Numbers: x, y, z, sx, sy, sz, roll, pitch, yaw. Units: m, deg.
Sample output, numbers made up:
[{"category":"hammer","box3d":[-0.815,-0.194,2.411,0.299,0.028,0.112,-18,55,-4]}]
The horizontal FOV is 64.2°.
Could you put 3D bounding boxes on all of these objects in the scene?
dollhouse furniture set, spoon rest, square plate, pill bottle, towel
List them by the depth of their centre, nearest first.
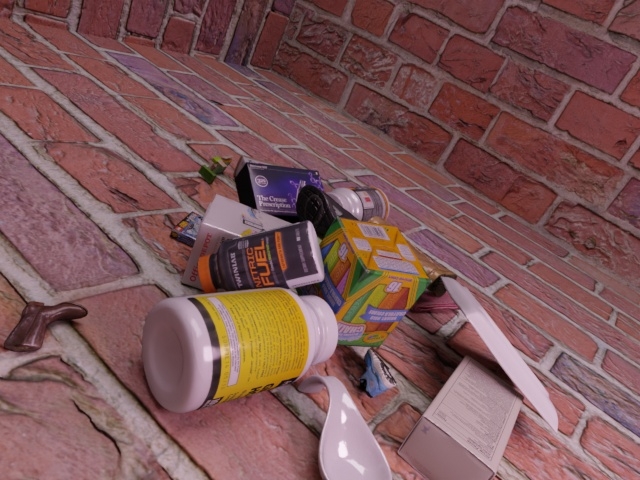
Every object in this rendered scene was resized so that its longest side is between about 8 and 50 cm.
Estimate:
[{"category":"spoon rest","box3d":[0.035,0.340,0.907,0.137,0.084,0.276,11,28,-30]},{"category":"pill bottle","box3d":[-0.131,0.184,0.932,0.334,0.188,0.188,-1,35,-44]},{"category":"pill bottle","box3d":[-0.123,0.048,1.052,0.246,0.130,0.130,-14,27,5]},{"category":"square plate","box3d":[0.436,0.253,1.257,0.347,0.049,0.344,51,9,-5]},{"category":"towel","box3d":[0.287,0.118,1.658,0.237,0.037,0.329,4,31,-36]},{"category":"dollhouse furniture set","box3d":[-0.340,-0.240,1.729,0.058,0.076,0.152,44,29,8]},{"category":"pill bottle","box3d":[0.109,-0.107,1.780,0.162,0.162,0.278,39,27,27]}]

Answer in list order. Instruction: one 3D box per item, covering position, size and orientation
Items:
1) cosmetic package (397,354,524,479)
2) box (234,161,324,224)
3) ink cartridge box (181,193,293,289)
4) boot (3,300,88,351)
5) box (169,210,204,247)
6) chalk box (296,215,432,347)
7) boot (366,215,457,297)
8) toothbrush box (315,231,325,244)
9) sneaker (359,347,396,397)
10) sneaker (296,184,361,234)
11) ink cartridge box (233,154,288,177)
[{"category":"cosmetic package","box3d":[0.301,0.376,1.057,0.160,0.113,0.309,36,27,21]},{"category":"box","box3d":[-0.114,-0.129,1.576,0.261,0.103,0.184,1,59,-35]},{"category":"ink cartridge box","box3d":[-0.181,0.031,1.209,0.233,0.171,0.168,20,25,-10]},{"category":"boot","box3d":[-0.461,0.149,0.864,0.106,0.037,0.114,4,26,-14]},{"category":"box","box3d":[-0.328,-0.026,1.356,0.094,0.027,0.137,27,24,-2]},{"category":"chalk box","box3d":[0.071,0.119,1.139,0.180,0.289,0.179,9,37,-31]},{"category":"boot","box3d":[0.276,0.045,1.549,0.269,0.089,0.236,44,6,28]},{"category":"toothbrush box","box3d":[0.049,0.060,1.438,0.283,0.122,0.206,0,35,-46]},{"category":"sneaker","box3d":[0.108,0.288,1.104,0.063,0.073,0.162,48,3,-5]},{"category":"sneaker","box3d":[0.044,-0.047,1.401,0.286,0.109,0.130,47,21,27]},{"category":"ink cartridge box","box3d":[-0.177,-0.191,1.761,0.193,0.088,0.234,12,29,-30]}]
